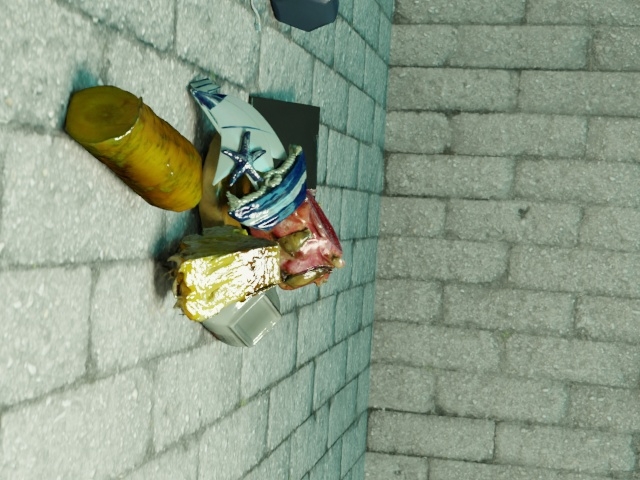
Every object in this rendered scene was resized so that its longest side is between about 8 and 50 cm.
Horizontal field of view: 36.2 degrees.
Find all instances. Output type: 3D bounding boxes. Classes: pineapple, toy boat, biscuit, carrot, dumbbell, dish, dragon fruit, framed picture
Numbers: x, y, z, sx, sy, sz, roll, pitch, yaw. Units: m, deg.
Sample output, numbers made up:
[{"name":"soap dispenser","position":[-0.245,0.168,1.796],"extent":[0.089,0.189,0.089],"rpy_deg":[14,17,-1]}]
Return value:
[{"name":"pineapple","position":[-0.159,0.040,1.634],"extent":[0.236,0.186,0.115],"rpy_deg":[-53,144,-57]},{"name":"toy boat","position":[-0.137,-0.140,1.713],"extent":[0.291,0.070,0.210],"rpy_deg":[37,55,-31]},{"name":"biscuit","position":[-0.164,-0.068,1.876],"extent":[0.344,0.057,0.287],"rpy_deg":[80,19,-47]},{"name":"carrot","position":[-0.247,-0.125,1.375],"extent":[0.302,0.114,0.114],"rpy_deg":[53,43,-69]},{"name":"dumbbell","position":[-0.015,-0.628,2.185],"extent":[0.144,0.159,0.325],"rpy_deg":[38,52,-41]},{"name":"dish","position":[-0.141,0.131,1.840],"extent":[0.151,0.077,0.212],"rpy_deg":[-45,157,-9]},{"name":"dragon fruit","position":[-0.040,-0.016,1.882],"extent":[0.282,0.147,0.211],"rpy_deg":[56,21,-50]},{"name":"framed picture","position":[-0.079,-0.186,2.166],"extent":[0.323,0.013,0.244],"rpy_deg":[-6,99,-63]}]

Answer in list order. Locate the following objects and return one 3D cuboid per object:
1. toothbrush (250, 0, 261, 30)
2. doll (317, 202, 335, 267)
[{"name":"toothbrush","position":[-0.136,-0.483,1.987],"extent":[0.011,0.013,0.131],"rpy_deg":[-88,172,-47]},{"name":"doll","position":[-0.002,0.000,2.591],"extent":[0.145,0.096,0.188],"rpy_deg":[102,-28,-67]}]
